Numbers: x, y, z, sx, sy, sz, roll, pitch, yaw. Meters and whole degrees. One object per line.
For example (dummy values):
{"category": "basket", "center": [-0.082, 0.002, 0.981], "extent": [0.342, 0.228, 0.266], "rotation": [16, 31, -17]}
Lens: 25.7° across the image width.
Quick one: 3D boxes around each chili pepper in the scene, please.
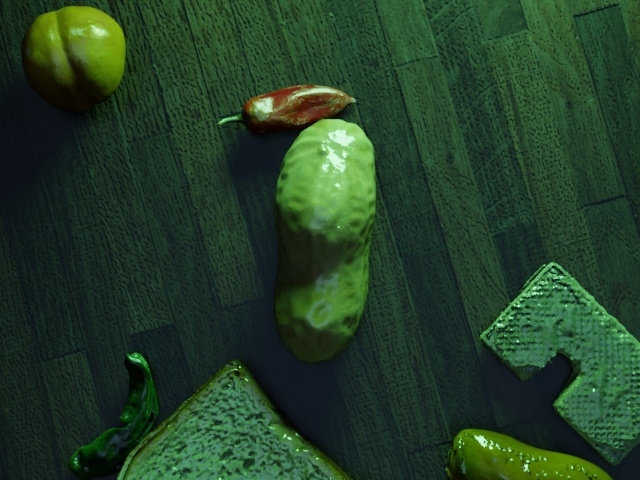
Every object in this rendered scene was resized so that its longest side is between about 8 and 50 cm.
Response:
{"category": "chili pepper", "center": [-0.046, -0.174, 1.864], "extent": [0.191, 0.050, 0.059], "rotation": [-10, 83, -10]}
{"category": "chili pepper", "center": [-0.262, 0.241, 1.846], "extent": [0.073, 0.050, 0.182], "rotation": [28, 86, 11]}

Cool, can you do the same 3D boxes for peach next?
{"category": "peach", "center": [-0.321, -0.236, 1.841], "extent": [0.138, 0.138, 0.138], "rotation": [0, 86, 2]}

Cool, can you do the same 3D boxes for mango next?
{"category": "mango", "center": [0.270, 0.320, 1.766], "extent": [0.248, 0.151, 0.156], "rotation": [34, 122, 1]}

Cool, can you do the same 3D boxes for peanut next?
{"category": "peanut", "center": [0.000, 0.000, 1.801], "extent": [0.147, 0.147, 0.319], "rotation": [7, 87, 3]}

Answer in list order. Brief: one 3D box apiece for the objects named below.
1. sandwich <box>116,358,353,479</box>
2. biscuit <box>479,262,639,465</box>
{"category": "sandwich", "center": [-0.101, 0.330, 1.808], "extent": [0.288, 0.099, 0.254], "rotation": [42, 83, 4]}
{"category": "biscuit", "center": [0.339, 0.161, 1.826], "extent": [0.147, 0.046, 0.250], "rotation": [-45, 85, -1]}
